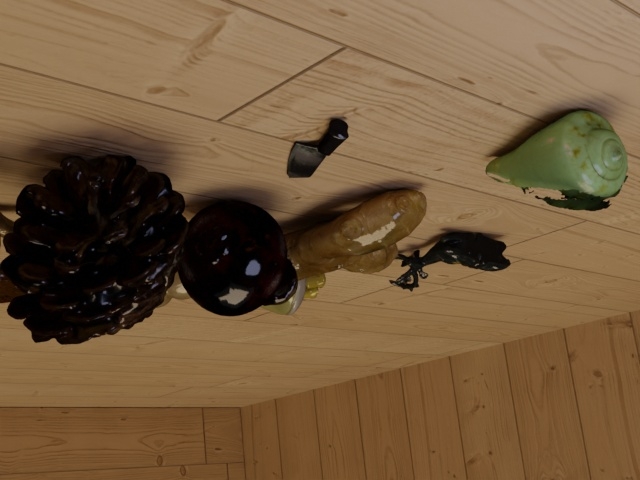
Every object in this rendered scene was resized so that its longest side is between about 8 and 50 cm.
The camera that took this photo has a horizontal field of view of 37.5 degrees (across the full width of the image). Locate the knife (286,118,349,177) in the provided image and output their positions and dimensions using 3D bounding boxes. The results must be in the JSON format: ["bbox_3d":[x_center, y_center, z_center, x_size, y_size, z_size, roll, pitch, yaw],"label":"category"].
[{"bbox_3d":[-0.016,-0.131,1.414,0.060,0.028,0.230,11,163,-13],"label":"knife"}]

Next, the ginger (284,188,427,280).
[{"bbox_3d":[0.005,0.013,1.732,0.348,0.122,0.363,-12,175,-10],"label":"ginger"}]

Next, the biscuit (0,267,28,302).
[{"bbox_3d":[-0.668,0.092,1.890,0.212,0.036,0.212,-6,165,-2],"label":"biscuit"}]

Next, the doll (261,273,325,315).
[{"bbox_3d":[-0.139,0.079,1.940,0.296,0.117,0.141,14,151,-16],"label":"doll"}]

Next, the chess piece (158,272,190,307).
[{"bbox_3d":[-0.347,0.081,1.825,0.260,0.143,0.143,-12,163,4],"label":"chess piece"}]

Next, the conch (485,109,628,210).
[{"bbox_3d":[0.372,-0.103,1.436,0.143,0.137,0.250,-2,163,-18],"label":"conch"}]

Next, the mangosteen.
[{"bbox_3d":[-0.146,0.032,1.598,0.209,0.210,0.210,-6,164,-2],"label":"mangosteen"}]

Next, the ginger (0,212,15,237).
[{"bbox_3d":[-0.555,-0.026,1.470,0.288,0.075,0.089,-1,-156,-24],"label":"ginger"}]

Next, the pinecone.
[{"bbox_3d":[-0.324,0.011,1.350,0.242,0.298,0.296,31,134,7],"label":"pinecone"}]

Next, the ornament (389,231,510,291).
[{"bbox_3d":[0.262,0.049,2.028,0.202,0.080,0.236,10,155,-36],"label":"ornament"}]
